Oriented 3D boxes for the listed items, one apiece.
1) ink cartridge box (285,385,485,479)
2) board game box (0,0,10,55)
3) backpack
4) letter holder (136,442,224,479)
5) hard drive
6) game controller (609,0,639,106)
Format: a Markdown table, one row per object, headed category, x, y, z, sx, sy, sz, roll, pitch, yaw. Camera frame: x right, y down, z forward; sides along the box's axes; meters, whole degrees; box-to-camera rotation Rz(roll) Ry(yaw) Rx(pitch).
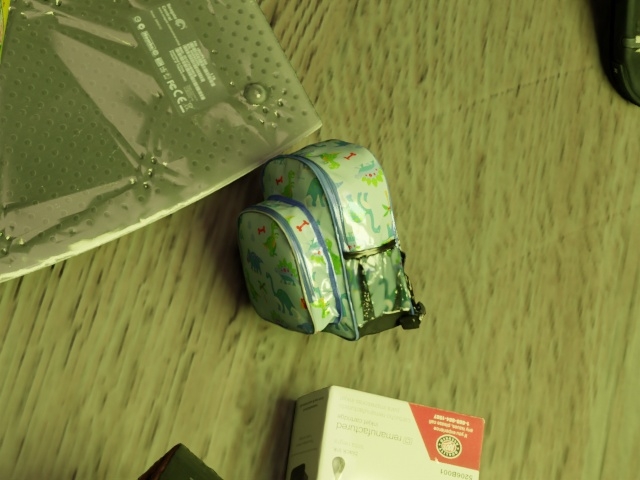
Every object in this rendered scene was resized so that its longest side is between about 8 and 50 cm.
| category | x | y | z | sx | sy | sz | roll | pitch | yaw |
| --- | --- | --- | --- | --- | --- | --- | --- | --- | --- |
| ink cartridge box | 0.034 | 0.176 | 0.868 | 0.109 | 0.063 | 0.150 | 14 | 71 | -19 |
| board game box | -0.269 | -0.155 | 0.804 | 0.181 | 0.043 | 0.092 | 4 | 58 | -6 |
| backpack | 0.000 | 0.000 | 0.866 | 0.084 | 0.105 | 0.114 | -15 | 104 | -28 |
| letter holder | -0.049 | 0.301 | 0.768 | 0.302 | 0.214 | 0.152 | 42 | 33 | -7 |
| hard drive | -0.143 | -0.084 | 0.869 | 0.255 | 0.054 | 0.172 | -28 | 87 | -26 |
| game controller | 0.295 | -0.247 | 1.006 | 0.167 | 0.067 | 0.319 | -5 | 110 | -11 |
